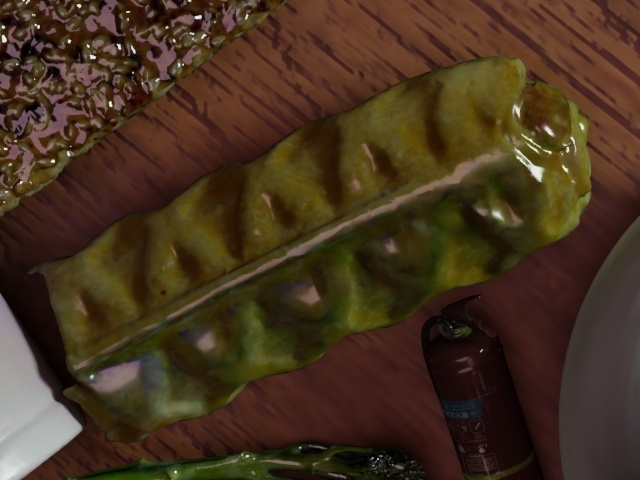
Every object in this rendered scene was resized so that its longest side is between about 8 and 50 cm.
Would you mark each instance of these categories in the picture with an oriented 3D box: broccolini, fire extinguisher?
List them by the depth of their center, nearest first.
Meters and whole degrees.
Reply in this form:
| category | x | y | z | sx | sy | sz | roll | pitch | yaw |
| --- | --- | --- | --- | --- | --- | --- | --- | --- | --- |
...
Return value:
| category | x | y | z | sx | sy | sz | roll | pitch | yaw |
| --- | --- | --- | --- | --- | --- | --- | --- | --- | --- |
| fire extinguisher | 0.078 | 0.083 | 0.918 | 0.039 | 0.056 | 0.132 | -30 | 110 | -32 |
| broccolini | -0.037 | 0.119 | 0.940 | 0.194 | 0.052 | 0.054 | -2 | 113 | 2 |

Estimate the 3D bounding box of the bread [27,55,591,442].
| category | x | y | z | sx | sy | sz | roll | pitch | yaw |
| --- | --- | --- | --- | --- | --- | --- | --- | --- | --- |
| bread | 0.000 | 0.001 | 0.902 | 0.269 | 0.087 | 0.098 | -26 | 65 | 10 |

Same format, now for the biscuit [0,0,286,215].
| category | x | y | z | sx | sy | sz | roll | pitch | yaw |
| --- | --- | --- | --- | --- | --- | --- | --- | --- | --- |
| biscuit | -0.107 | -0.123 | 0.904 | 0.237 | 0.026 | 0.131 | -38 | 93 | -4 |

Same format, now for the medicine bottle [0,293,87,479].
| category | x | y | z | sx | sy | sz | roll | pitch | yaw |
| --- | --- | --- | --- | --- | --- | --- | --- | --- | --- |
| medicine bottle | -0.242 | 0.027 | 0.908 | 0.152 | 0.152 | 0.254 | -35 | 91 | 11 |

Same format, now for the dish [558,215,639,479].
| category | x | y | z | sx | sy | sz | roll | pitch | yaw |
| --- | --- | --- | --- | --- | --- | --- | --- | --- | --- |
| dish | 0.246 | 0.080 | 0.820 | 0.273 | 0.134 | 0.273 | 0 | 86 | -4 |
